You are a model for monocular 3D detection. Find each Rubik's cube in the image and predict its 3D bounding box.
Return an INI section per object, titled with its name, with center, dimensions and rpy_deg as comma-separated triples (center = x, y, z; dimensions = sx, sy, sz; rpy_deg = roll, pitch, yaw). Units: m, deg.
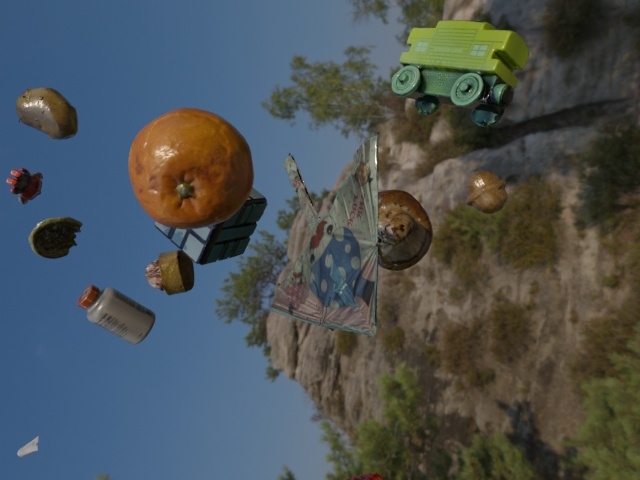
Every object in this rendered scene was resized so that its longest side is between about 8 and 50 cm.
[Rubik's cube]
center = -0.426, -0.109, 2.053
dimensions = 0.288, 0.294, 0.283
rpy_deg = -18, -41, -60

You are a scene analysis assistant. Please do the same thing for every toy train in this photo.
[toy train]
center = 0.409, -0.515, 1.575
dimensions = 0.179, 0.442, 0.272
rpy_deg = 19, -84, -43

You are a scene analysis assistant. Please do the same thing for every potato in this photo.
[potato]
center = -0.762, -0.358, 1.476
dimensions = 0.137, 0.176, 0.137
rpy_deg = -58, 8, 13

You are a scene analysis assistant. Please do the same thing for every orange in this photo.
[orange]
center = -0.272, -0.151, 1.119
dimensions = 0.261, 0.261, 0.260
rpy_deg = 7, -90, -77

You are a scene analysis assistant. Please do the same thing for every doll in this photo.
[doll]
center = -0.881, -0.164, 1.568
dimensions = 0.195, 0.062, 0.104
rpy_deg = 145, 129, -78

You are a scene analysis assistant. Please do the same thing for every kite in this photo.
[kite]
center = 0.000, 0.000, 0.700
dimensions = 0.335, 0.012, 0.314
rpy_deg = -56, 46, 35

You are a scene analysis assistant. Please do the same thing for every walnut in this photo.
[walnut]
center = 0.565, -0.164, 1.791
dimensions = 0.166, 0.149, 0.166
rpy_deg = 47, -155, -29

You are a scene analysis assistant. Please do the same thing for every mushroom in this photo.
[mushroom]
center = 0.272, -0.027, 1.776
dimensions = 0.254, 0.268, 0.267
rpy_deg = -137, 42, -54

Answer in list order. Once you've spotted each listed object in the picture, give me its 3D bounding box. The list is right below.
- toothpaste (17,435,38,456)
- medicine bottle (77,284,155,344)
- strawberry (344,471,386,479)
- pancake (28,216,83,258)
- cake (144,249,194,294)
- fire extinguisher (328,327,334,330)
[toothpaste]
center = -1.025, 0.732, 1.844
dimensions = 0.031, 0.190, 0.048
rpy_deg = 16, -127, -41
[medicine bottle]
center = -0.831, 0.293, 2.127
dimensions = 0.289, 0.157, 0.156
rpy_deg = 40, -132, -29
[strawberry]
center = 0.066, 0.595, 1.118
dimensions = 0.107, 0.236, 0.175
rpy_deg = 146, 119, -64
[pancake]
center = -0.666, -0.008, 1.313
dimensions = 0.116, 0.022, 0.129
rpy_deg = 0, -54, -44
[cake]
center = -0.641, 0.138, 2.197
dimensions = 0.207, 0.178, 0.184
rpy_deg = -68, -31, -78
[fire extinguisher]
center = -0.009, 0.209, 1.571
dimensions = 0.043, 0.158, 0.064
rpy_deg = -51, 2, -8
